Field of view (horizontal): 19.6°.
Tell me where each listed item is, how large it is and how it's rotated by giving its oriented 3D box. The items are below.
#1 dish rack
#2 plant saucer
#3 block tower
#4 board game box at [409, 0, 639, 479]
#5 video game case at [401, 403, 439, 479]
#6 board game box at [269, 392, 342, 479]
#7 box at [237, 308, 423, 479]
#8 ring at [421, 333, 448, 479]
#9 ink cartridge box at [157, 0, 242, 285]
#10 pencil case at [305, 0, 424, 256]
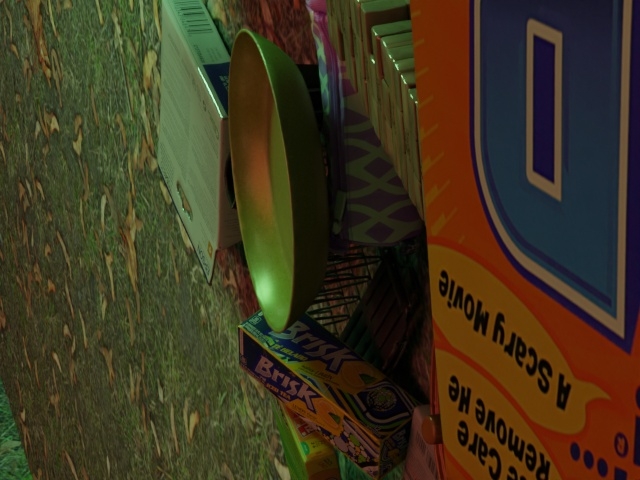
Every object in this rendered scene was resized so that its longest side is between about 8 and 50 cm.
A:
[{"bbox_3d":[0.000,0.000,1.582,0.208,0.074,0.271,114,143,-59],"label":"dish rack"},{"bbox_3d":[-0.032,-0.048,1.455,0.241,0.037,0.241,173,90,-79],"label":"plant saucer"},{"bbox_3d":[0.078,-0.109,1.201,0.335,0.091,0.097,-113,13,-56],"label":"block tower"},{"bbox_3d":[0.246,-0.097,0.382,0.356,0.356,0.356,-155,58,-67],"label":"board game box"},{"bbox_3d":[0.109,0.261,1.456,0.201,0.023,0.183,-120,29,-46],"label":"video game case"},{"bbox_3d":[-0.004,0.220,1.668,0.259,0.039,0.124,83,166,-49],"label":"board game box"},{"bbox_3d":[0.007,0.120,1.534,0.169,0.054,0.059,37,146,28],"label":"box"},{"bbox_3d":[0.149,0.132,1.203,0.336,0.032,0.336,177,90,-65],"label":"ring"},{"bbox_3d":[-0.120,-0.106,1.926,0.223,0.045,0.224,-117,25,-44],"label":"ink cartridge box"},{"bbox_3d":[0.032,-0.093,1.420,0.086,0.088,0.206,13,112,50],"label":"pencil case"}]
